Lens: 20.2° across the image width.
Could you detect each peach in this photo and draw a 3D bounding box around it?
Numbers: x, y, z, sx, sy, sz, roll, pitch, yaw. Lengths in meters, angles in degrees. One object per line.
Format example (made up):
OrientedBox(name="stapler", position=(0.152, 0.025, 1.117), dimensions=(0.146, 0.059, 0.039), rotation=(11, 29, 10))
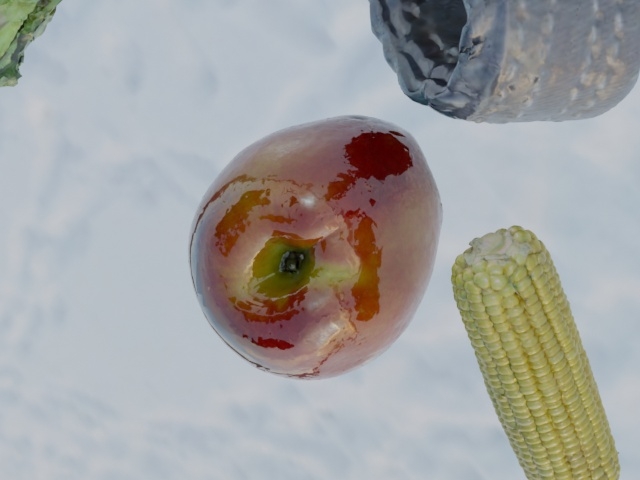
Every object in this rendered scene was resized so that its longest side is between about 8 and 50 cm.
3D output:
OrientedBox(name="peach", position=(0.000, 0.000, 1.491), dimensions=(0.199, 0.243, 0.243), rotation=(33, 158, 8))

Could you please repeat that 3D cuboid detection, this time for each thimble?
OrientedBox(name="thimble", position=(0.142, -0.201, 1.416), dimensions=(0.205, 0.172, 0.236), rotation=(110, 149, -43))

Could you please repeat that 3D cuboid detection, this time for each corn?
OrientedBox(name="corn", position=(0.162, 0.098, 1.347), dimensions=(0.081, 0.081, 0.248), rotation=(25, 145, 51))

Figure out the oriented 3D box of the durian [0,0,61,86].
OrientedBox(name="durian", position=(-0.324, -0.074, 1.286), dimensions=(0.169, 0.352, 0.158), rotation=(25, 147, 32))
